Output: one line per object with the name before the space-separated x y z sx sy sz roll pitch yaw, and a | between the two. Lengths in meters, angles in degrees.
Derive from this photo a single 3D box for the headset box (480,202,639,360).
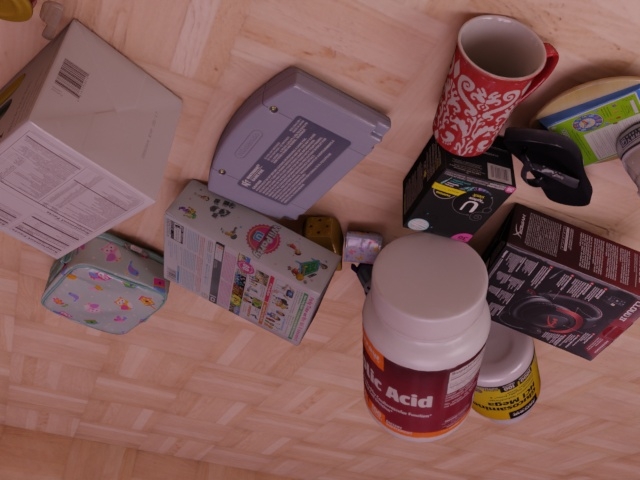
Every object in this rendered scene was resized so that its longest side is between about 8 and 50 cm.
headset box | 0.440 0.087 1.189 0.293 0.110 0.218 22 142 5

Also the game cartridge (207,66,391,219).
game cartridge | -0.054 -0.144 1.042 0.198 0.062 0.297 27 140 -22

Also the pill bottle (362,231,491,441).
pill bottle | 0.187 0.184 1.196 0.224 0.224 0.392 1 138 6

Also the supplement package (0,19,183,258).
supplement package | -0.376 -0.135 0.962 0.262 0.199 0.198 -23 137 35

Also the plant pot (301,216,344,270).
plant pot | 0.000 0.000 1.225 0.081 0.081 0.083 1 141 6

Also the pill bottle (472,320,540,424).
pill bottle | 0.411 0.305 1.521 0.187 0.188 0.334 -8 144 18

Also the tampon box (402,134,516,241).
tampon box | 0.215 -0.089 1.044 0.120 0.101 0.161 13 145 -11

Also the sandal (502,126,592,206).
sandal | 0.356 -0.100 0.997 0.097 0.054 0.254 9 165 43

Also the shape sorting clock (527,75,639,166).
shape sorting clock | 0.408 -0.171 0.954 0.206 0.040 0.206 -2 152 -1

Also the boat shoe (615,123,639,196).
boat shoe | 0.589 -0.049 0.988 0.367 0.156 0.136 22 143 -37

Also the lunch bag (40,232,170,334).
lunch bag | -0.456 0.090 1.385 0.224 0.108 0.279 29 138 -27

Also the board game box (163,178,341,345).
board game box | -0.136 0.049 1.212 0.303 0.097 0.224 28 146 5

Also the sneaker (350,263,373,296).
sneaker | 0.172 0.066 1.320 0.223 0.098 0.083 0 129 -33

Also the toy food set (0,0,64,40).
toy food set | -0.414 -0.336 0.803 0.217 0.071 0.128 20 167 -18

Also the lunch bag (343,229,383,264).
lunch bag | 0.082 0.008 1.248 0.071 0.053 0.083 5 156 3

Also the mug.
mug | 0.234 -0.196 0.882 0.150 0.113 0.169 9 149 -3
